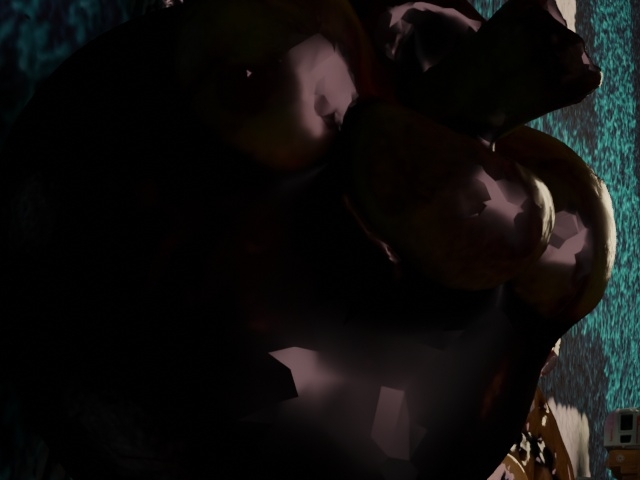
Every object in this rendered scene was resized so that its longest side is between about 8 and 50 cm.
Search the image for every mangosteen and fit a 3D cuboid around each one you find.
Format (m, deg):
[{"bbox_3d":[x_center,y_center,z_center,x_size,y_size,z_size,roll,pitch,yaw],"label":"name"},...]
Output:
[{"bbox_3d":[-0.002,0.001,0.527,0.233,0.288,0.287,-90,171,-82],"label":"mangosteen"}]

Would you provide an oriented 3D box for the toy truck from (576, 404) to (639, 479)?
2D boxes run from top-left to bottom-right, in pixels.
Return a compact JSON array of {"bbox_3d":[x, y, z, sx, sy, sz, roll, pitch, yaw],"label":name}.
[{"bbox_3d":[0.370,0.286,1.397,0.080,0.115,0.177,52,42,-47],"label":"toy truck"}]

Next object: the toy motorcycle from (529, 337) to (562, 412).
[{"bbox_3d":[0.129,0.039,0.939,0.326,0.148,0.221,-9,91,-69],"label":"toy motorcycle"}]

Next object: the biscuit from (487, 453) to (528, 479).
[{"bbox_3d":[0.177,0.272,0.967,0.153,0.030,0.234,-38,103,-32],"label":"biscuit"}]

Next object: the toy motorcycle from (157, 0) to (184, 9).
[{"bbox_3d":[-0.010,-0.168,0.722,0.187,0.125,0.274,52,41,-34],"label":"toy motorcycle"}]

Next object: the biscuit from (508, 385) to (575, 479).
[{"bbox_3d":[0.191,0.300,1.101,0.314,0.063,0.367,-71,146,-41],"label":"biscuit"}]
